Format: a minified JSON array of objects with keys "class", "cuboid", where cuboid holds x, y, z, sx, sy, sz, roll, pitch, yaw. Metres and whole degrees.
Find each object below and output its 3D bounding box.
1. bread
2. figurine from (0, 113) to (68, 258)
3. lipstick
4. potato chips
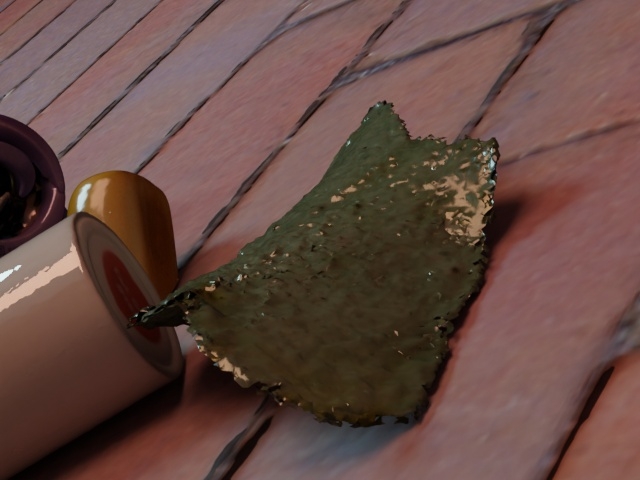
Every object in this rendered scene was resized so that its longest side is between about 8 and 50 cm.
[{"class":"bread","cuboid":[-0.101,0.019,0.807,0.049,0.103,0.062,-15,-19,19]},{"class":"figurine","cuboid":[-0.221,0.006,0.959,0.126,0.114,0.157,-10,-30,-36]},{"class":"lipstick","cuboid":[-0.221,0.106,0.716,0.327,0.087,0.087,-31,19,8]},{"class":"potato chips","cuboid":[0.002,0.008,0.643,0.167,0.059,0.228,-28,18,-12]}]
